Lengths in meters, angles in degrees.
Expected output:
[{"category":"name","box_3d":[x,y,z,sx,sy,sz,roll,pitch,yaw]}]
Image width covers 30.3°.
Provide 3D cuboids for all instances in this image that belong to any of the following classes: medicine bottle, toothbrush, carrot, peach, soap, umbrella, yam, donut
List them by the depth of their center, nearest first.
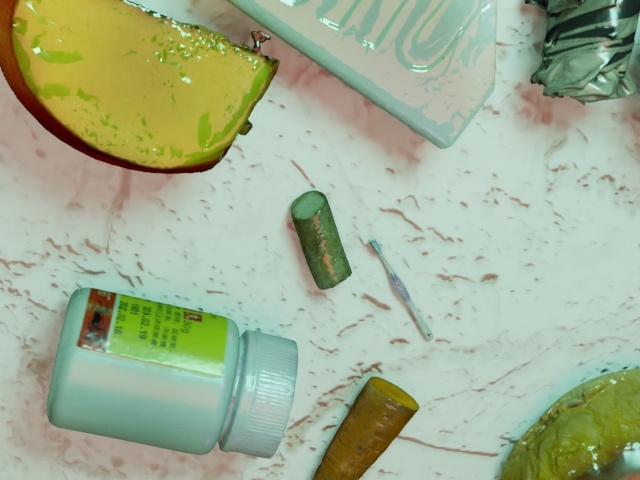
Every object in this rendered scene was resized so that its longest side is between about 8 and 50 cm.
[{"category":"peach","box_3d":[-0.189,-0.150,1.053,0.267,0.159,0.154,20,92,-14]},{"category":"soap","box_3d":[0.046,-0.234,1.091,0.289,0.095,0.173,33,101,-15]},{"category":"umbrella","box_3d":[0.267,-0.305,1.096,0.106,0.113,0.358,7,100,-24]},{"category":"medicine bottle","box_3d":[-0.146,0.133,1.152,0.225,0.139,0.139,13,104,-10]},{"category":"yam","box_3d":[0.000,0.000,1.181,0.043,0.043,0.094,-19,109,-1]},{"category":"toothbrush","box_3d":[0.084,0.051,1.224,0.011,0.013,0.131,-29,110,8]},{"category":"carrot","box_3d":[0.025,0.243,1.253,0.061,0.061,0.210,28,105,-14]},{"category":"donut","box_3d":[0.362,0.295,1.253,0.330,0.160,0.330,-2,114,-5]}]
